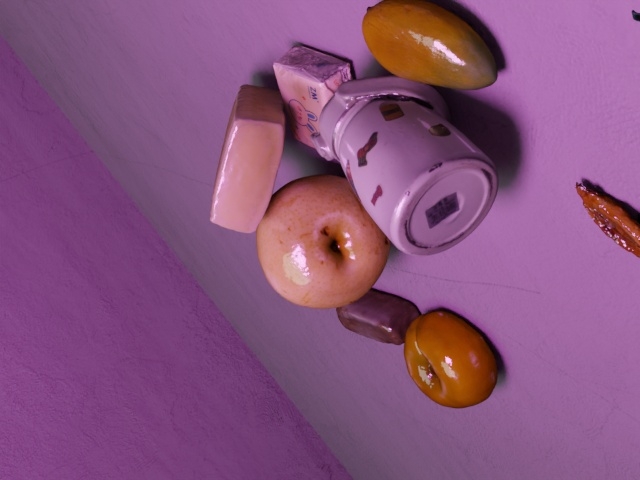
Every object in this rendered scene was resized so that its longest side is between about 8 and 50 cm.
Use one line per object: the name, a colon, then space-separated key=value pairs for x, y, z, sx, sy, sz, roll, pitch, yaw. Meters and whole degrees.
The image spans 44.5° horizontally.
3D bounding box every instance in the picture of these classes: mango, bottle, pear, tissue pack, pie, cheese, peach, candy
mango: x=0.169 y=-0.313 z=1.236 sx=0.237 sy=0.091 sz=0.137 roll=20 pitch=150 yaw=35
bottle: x=0.134 y=-0.159 z=1.354 sx=0.352 sy=0.229 sz=0.229 roll=55 pitch=165 yaw=41
pear: x=0.000 y=0.000 z=1.727 sx=0.309 sy=0.309 sz=0.309 roll=36 pitch=153 yaw=22
tissue pack: x=-0.002 y=-0.274 z=1.554 sx=0.148 sy=0.092 sz=0.196 roll=29 pitch=149 yaw=36
pie: x=0.479 y=-0.019 z=1.239 sx=0.191 sy=0.033 sz=0.088 roll=48 pitch=170 yaw=28
cheese: x=-0.149 y=-0.178 z=1.638 sx=0.123 sy=0.265 sz=0.243 roll=10 pitch=115 yaw=-8
peach: x=0.300 y=0.280 z=1.846 sx=0.251 sy=0.153 sz=0.251 roll=36 pitch=140 yaw=38
candy: x=0.142 y=0.192 z=1.997 sx=0.234 sy=0.104 sz=0.102 roll=18 pitch=142 yaw=46

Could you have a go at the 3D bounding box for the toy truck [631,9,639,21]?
toy truck: x=0.441 y=-0.242 z=0.925 sx=0.154 sy=0.078 sz=0.080 roll=12 pitch=137 yaw=51

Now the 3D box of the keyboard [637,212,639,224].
keyboard: x=0.554 y=-0.002 z=1.180 sx=0.155 sy=0.010 sz=0.053 roll=22 pitch=144 yaw=42
